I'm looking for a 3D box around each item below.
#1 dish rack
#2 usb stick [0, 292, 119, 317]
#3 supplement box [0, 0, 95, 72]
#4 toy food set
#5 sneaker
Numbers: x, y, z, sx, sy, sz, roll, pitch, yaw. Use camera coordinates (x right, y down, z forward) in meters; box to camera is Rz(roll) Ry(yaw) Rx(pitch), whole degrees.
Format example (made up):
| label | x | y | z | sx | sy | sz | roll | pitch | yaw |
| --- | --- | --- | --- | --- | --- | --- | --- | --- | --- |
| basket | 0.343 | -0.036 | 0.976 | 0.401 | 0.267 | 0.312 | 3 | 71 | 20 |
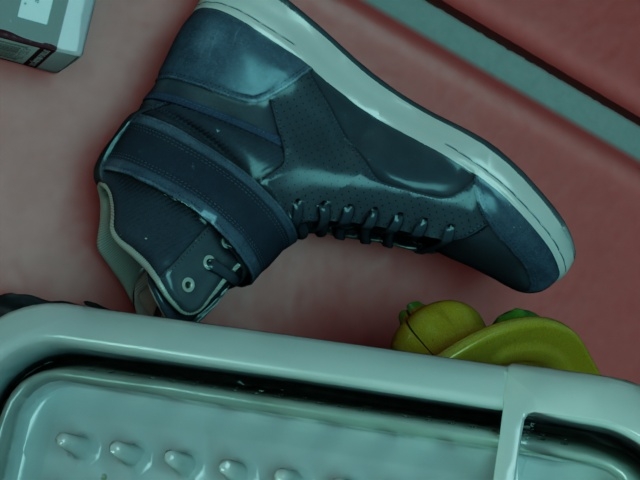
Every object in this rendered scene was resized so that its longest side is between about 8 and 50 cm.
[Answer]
| label | x | y | z | sx | sy | sz | roll | pitch | yaw |
| --- | --- | --- | --- | --- | --- | --- | --- | --- | --- |
| dish rack | -0.016 | 0.183 | 0.639 | 0.332 | 0.072 | 0.286 | 8 | 78 | 12 |
| usb stick | -0.151 | 0.162 | 0.729 | 0.077 | 0.045 | 0.278 | 14 | 86 | -18 |
| supplement box | -0.212 | -0.169 | 0.694 | 0.239 | 0.073 | 0.130 | 15 | 85 | -18 |
| toy food set | 0.074 | 0.093 | 0.770 | 0.128 | 0.071 | 0.218 | -38 | 140 | -3 |
| sneaker | -0.001 | 0.000 | 0.747 | 0.226 | 0.086 | 0.163 | 34 | 70 | -6 |
